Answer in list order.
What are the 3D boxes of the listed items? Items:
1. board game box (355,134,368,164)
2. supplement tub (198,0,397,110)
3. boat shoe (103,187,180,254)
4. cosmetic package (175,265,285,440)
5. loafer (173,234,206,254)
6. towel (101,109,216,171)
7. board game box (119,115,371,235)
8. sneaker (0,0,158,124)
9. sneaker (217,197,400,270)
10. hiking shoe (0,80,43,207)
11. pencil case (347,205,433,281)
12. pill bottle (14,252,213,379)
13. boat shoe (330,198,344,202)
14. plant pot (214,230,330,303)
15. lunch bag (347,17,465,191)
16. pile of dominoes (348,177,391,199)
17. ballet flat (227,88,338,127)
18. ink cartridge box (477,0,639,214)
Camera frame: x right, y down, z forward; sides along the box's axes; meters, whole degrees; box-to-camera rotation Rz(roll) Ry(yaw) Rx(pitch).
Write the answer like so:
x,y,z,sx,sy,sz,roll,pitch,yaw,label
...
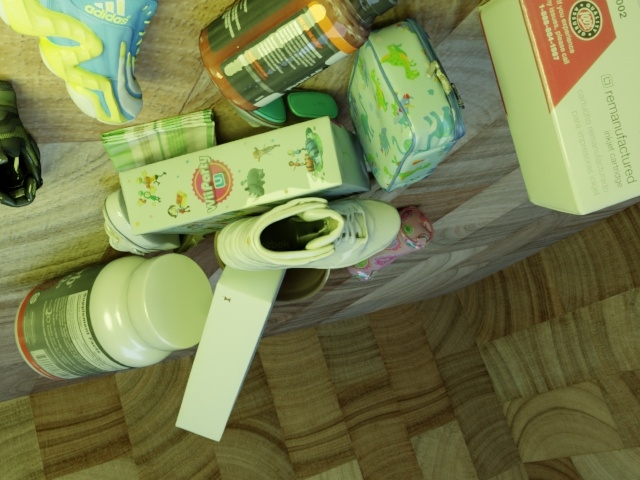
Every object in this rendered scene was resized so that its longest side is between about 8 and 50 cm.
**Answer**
x,y,z,sx,sy,sz,roll,pitch,yaw,label
0.128,-0.189,1.086,0.092,0.043,0.181,-10,164,-32,board game box
-0.022,-0.222,0.664,0.198,0.106,0.106,-25,164,25,supplement tub
-0.313,-0.022,1.071,0.088,0.096,0.267,-19,176,1,boat shoe
-0.142,0.133,1.161,0.097,0.284,0.377,22,128,-1,cosmetic package
-0.248,-0.013,1.241,0.050,0.056,0.148,-1,158,-32,loafer
-0.220,-0.134,0.904,0.152,0.023,0.113,-16,164,-11,towel
-0.097,-0.084,0.941,0.303,0.097,0.224,-14,177,14,board game box
-0.192,-0.190,0.600,0.126,0.091,0.240,-20,164,4,sneaker
0.018,-0.009,0.907,0.293,0.108,0.169,-11,-179,-25,sneaker
-0.366,-0.081,0.738,0.086,0.114,0.227,-13,165,-18,hiking shoe
0.178,0.015,1.744,0.124,0.124,0.284,-7,161,-37,pencil case
-0.392,0.144,1.230,0.363,0.210,0.210,-15,169,32,pill bottle
0.029,-0.066,1.385,0.072,0.068,0.190,-46,155,28,boat shoe
-0.085,0.004,1.300,0.237,0.237,0.109,-27,-156,29,plant pot
0.103,-0.175,0.854,0.090,0.176,0.219,-21,168,-9,lunch bag
0.135,-0.136,1.280,0.196,0.040,0.251,-28,170,-37,pile of dominoes
-0.062,-0.173,0.862,0.068,0.072,0.213,-25,165,39,ballet flat
0.432,-0.227,0.795,0.385,0.279,0.160,-19,-171,-1,ink cartridge box
